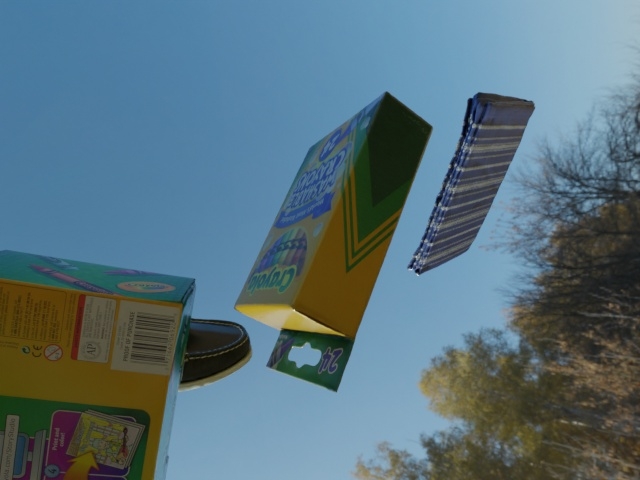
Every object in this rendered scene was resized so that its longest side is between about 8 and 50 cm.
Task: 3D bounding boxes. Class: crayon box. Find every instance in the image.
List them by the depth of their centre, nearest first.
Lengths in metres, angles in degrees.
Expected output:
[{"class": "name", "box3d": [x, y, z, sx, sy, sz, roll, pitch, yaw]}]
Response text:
[{"class": "crayon box", "box3d": [-0.213, 0.161, 0.367, 0.165, 0.081, 0.279, 10, -84, -9]}, {"class": "crayon box", "box3d": [0.000, 0.000, 0.541, 0.083, 0.203, 0.323, 30, -110, -20]}]

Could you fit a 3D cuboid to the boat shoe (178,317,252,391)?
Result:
[{"class": "boat shoe", "box3d": [-0.235, 0.139, 0.585, 0.302, 0.114, 0.091, -4, -65, -28]}]

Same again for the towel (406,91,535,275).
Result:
[{"class": "towel", "box3d": [0.285, -0.104, 0.828, 0.243, 0.040, 0.336, -16, -50, -45]}]
